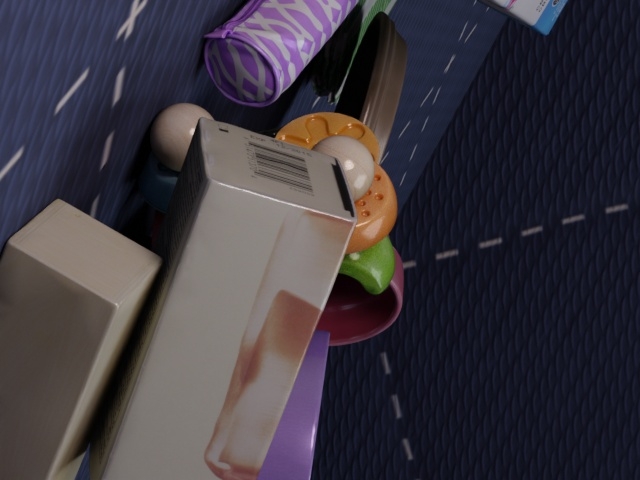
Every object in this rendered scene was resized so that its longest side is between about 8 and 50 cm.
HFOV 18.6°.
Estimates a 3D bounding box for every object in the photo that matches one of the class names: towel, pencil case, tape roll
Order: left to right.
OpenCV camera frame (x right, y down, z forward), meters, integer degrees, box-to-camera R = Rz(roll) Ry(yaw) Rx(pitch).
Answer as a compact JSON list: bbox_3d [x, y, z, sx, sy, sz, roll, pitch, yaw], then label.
[{"bbox_3d":[-0.051,0.221,1.966,0.275,0.090,0.274,8,90,-89],"label":"tape roll"},{"bbox_3d":[-0.027,-0.208,1.761,0.206,0.086,0.088,-57,138,-39],"label":"pencil case"},{"bbox_3d":[0.064,-0.315,2.156,0.248,0.038,0.325,-59,171,-21],"label":"towel"}]

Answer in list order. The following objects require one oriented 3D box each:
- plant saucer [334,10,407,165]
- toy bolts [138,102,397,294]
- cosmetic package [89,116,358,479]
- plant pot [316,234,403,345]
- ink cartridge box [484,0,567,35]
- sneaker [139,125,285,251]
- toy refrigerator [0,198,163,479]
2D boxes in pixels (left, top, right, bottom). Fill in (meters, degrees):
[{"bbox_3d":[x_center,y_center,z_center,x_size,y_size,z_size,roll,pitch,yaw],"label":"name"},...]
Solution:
[{"bbox_3d":[0.038,-0.109,2.105,0.278,0.041,0.277,-163,-90,-83],"label":"plant saucer"},{"bbox_3d":[-0.046,-0.073,1.734,0.158,0.229,0.218,89,3,-49],"label":"toy bolts"},{"bbox_3d":[-0.083,0.070,1.590,0.153,0.129,0.296,-104,-147,-65],"label":"cosmetic package"},{"bbox_3d":[0.000,0.000,2.308,0.201,0.201,0.180,110,-14,-54],"label":"plant pot"},{"bbox_3d":[0.143,-0.335,1.786,0.198,0.197,0.270,-60,161,8],"label":"ink cartridge box"},{"bbox_3d":[-0.080,0.011,1.889,0.343,0.134,0.146,-50,126,-32],"label":"sneaker"},{"bbox_3d":[-0.224,0.108,1.567,0.094,0.102,0.269,-49,166,-57],"label":"toy refrigerator"}]
